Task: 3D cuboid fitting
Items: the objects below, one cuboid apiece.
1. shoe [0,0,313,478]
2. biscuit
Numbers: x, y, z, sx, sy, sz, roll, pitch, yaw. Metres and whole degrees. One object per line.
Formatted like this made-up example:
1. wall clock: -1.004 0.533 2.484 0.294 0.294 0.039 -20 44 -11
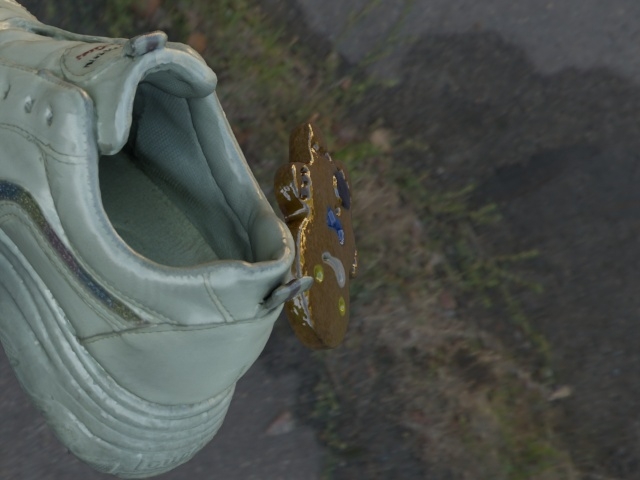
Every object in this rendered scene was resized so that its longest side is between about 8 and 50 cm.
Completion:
1. shoe: -0.130 -0.059 0.892 0.132 0.210 0.342 -29 79 -41
2. biscuit: 0.000 0.000 1.731 0.039 0.180 0.236 -9 57 21
